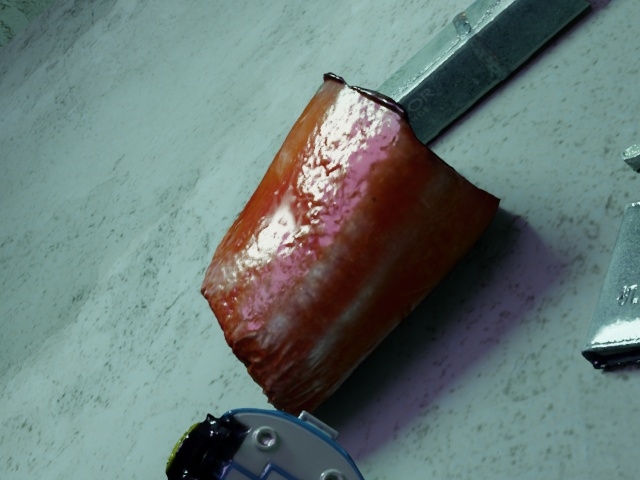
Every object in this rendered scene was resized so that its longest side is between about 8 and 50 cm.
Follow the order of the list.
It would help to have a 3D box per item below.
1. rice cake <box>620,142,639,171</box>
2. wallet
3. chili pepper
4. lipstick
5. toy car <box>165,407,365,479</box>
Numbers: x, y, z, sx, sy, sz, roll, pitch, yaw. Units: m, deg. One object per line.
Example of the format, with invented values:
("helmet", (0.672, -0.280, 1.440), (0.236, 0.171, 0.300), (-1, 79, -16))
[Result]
("rice cake", (0.325, -0.093, 1.120), (0.121, 0.022, 0.021), (-25, 38, 37))
("wallet", (0.315, 0.017, 0.988), (0.222, 0.036, 0.167), (-13, 45, 48))
("chili pepper", (0.000, 0.000, 1.257), (0.305, 0.229, 0.251), (-47, 45, 3))
("lipstick", (0.165, -0.205, 1.424), (0.290, 0.077, 0.076), (-41, 30, 16))
("toy car", (-0.082, 0.294, 1.078), (0.314, 0.198, 0.166), (-58, -2, -20))
